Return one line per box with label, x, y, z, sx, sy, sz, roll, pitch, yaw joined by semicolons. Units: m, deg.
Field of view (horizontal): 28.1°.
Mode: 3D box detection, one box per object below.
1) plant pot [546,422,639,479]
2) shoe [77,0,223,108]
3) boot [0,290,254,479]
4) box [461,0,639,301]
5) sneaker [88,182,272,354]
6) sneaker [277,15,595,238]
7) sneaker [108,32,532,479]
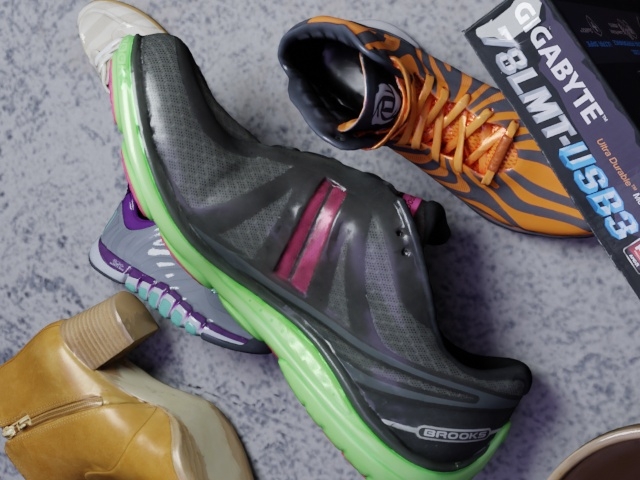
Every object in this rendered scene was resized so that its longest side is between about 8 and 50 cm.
plant pot;0.293;0.258;1.043;0.237;0.110;0.237;3;97;26
shoe;-0.167;-0.160;1.248;0.219;0.058;0.076;45;111;15
boot;-0.202;0.214;1.273;0.211;0.104;0.295;-35;80;27
box;0.253;-0.046;0.930;0.073;0.295;0.293;-37;78;26
sneaker;-0.125;0.025;1.236;0.224;0.083;0.098;29;102;21
sneaker;0.095;-0.088;1.063;0.321;0.180;0.124;28;106;21
sneaker;0.000;0.000;1.121;0.202;0.185;0.483;-40;95;6
